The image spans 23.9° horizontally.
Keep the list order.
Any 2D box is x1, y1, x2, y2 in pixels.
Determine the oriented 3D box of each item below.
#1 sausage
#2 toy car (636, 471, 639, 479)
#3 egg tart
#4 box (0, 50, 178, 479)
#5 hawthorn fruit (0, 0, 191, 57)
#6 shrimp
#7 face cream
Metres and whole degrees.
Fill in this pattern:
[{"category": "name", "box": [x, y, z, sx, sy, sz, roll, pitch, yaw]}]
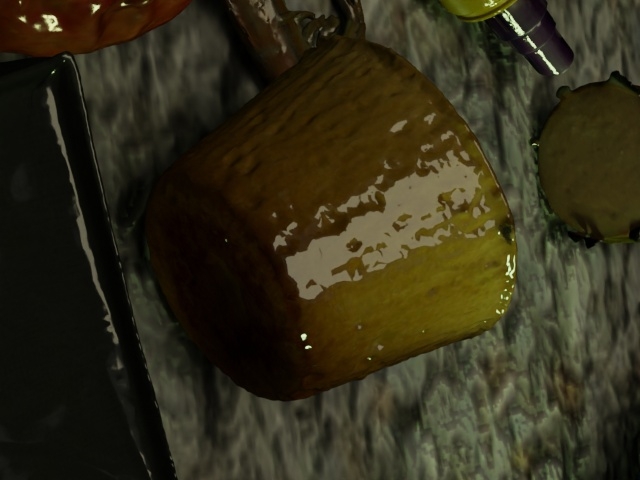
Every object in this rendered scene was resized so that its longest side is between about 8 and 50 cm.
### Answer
[{"category": "sausage", "box": [0.314, -0.052, 1.213, 0.317, 0.117, 0.125, 3, 78, -42]}, {"category": "toy car", "box": [0.338, 0.184, 1.184, 0.314, 0.198, 0.166, -29, 74, -43]}, {"category": "egg tart", "box": [0.000, 0.000, 0.872, 0.147, 0.203, 0.202, -32, 107, -31]}, {"category": "box", "box": [-0.213, 0.114, 0.630, 0.251, 0.204, 0.345, -26, 107, -43]}, {"category": "hawthorn fruit", "box": [-0.107, -0.218, 0.737, 0.242, 0.272, 0.241, 19, 65, -46]}, {"category": "shrimp", "box": [-0.018, -0.163, 0.976, 0.178, 0.034, 0.124, 55, 50, -26]}, {"category": "face cream", "box": [0.093, -0.215, 1.054, 0.273, 0.078, 0.078, 47, 57, -29]}]
